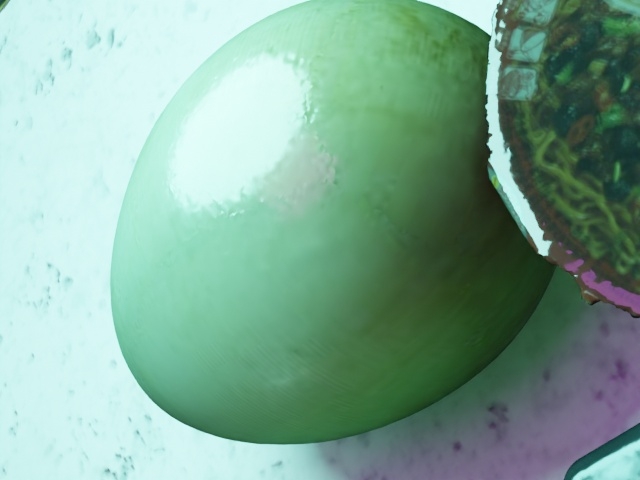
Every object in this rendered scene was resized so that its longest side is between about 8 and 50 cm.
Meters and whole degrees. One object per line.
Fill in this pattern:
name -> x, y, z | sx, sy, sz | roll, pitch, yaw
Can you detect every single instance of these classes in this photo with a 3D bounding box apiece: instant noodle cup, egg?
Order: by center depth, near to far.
instant noodle cup -> 0.217, -0.069, 0.885 | 0.274, 0.091, 0.274 | -10, 65, 21
egg -> 0.000, 0.000, 1.010 | 0.295, 0.218, 0.218 | -47, 49, 37

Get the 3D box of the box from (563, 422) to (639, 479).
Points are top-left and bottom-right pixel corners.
box -> 0.226, 0.128, 0.867 | 0.230, 0.050, 0.160 | -36, 55, 31
